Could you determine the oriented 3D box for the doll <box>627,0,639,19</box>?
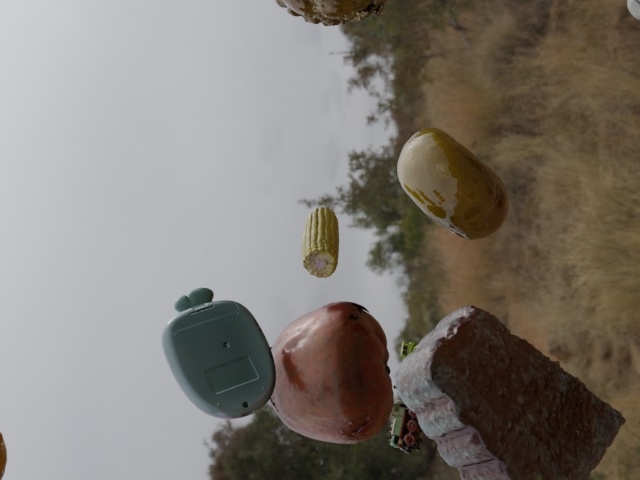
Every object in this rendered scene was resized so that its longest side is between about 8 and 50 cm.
[{"bbox_3d":[0.622,-0.516,1.473,0.208,0.272,0.143,151,130,-68],"label":"doll"}]

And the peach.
[{"bbox_3d":[0.260,-0.115,1.463,0.251,0.153,0.251,43,-157,-23],"label":"peach"}]

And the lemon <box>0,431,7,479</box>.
[{"bbox_3d":[-0.429,0.261,0.874,0.114,0.114,0.155,-82,11,-47],"label":"lemon"}]

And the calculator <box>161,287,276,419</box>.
[{"bbox_3d":[-0.192,0.199,1.376,0.298,0.186,0.041,58,155,36],"label":"calculator"}]

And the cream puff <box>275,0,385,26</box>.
[{"bbox_3d":[0.014,-0.317,0.857,0.150,0.165,0.115,-46,-15,-8],"label":"cream puff"}]

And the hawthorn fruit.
[{"bbox_3d":[-0.004,0.269,1.471,0.276,0.308,0.276,-13,-90,-70],"label":"hawthorn fruit"}]

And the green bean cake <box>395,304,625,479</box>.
[{"bbox_3d":[0.209,0.182,0.837,0.198,0.232,0.097,-41,-1,-36],"label":"green bean cake"}]

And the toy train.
[{"bbox_3d":[0.204,0.354,1.682,0.053,0.085,0.249,51,-135,-59],"label":"toy train"}]

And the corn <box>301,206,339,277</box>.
[{"bbox_3d":[0.000,0.000,1.569,0.248,0.081,0.081,-86,-9,-66],"label":"corn"}]
